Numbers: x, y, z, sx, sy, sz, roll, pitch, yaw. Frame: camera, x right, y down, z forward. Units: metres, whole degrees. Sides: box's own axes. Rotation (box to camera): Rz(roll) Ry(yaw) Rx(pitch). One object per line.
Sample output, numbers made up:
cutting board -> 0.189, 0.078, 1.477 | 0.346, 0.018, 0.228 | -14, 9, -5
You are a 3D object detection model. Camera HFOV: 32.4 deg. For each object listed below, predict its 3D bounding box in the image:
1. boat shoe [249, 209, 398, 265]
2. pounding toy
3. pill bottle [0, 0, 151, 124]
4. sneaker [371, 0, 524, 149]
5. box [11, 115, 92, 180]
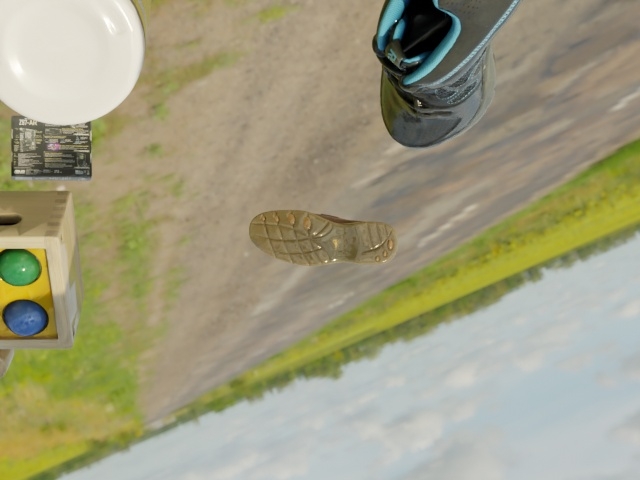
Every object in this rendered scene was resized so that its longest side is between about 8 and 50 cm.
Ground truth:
boat shoe -> 0.000, 0.000, 1.317 | 0.178, 0.064, 0.060 | 6, 179, -11
pounding toy -> -0.322, 0.064, 1.044 | 0.181, 0.206, 0.094 | 0, -147, -3
pill bottle -> -0.104, -0.098, 0.462 | 0.065, 0.065, 0.116 | -24, -151, 7
sneaker -> 0.093, -0.179, 0.989 | 0.140, 0.125, 0.341 | -37, 163, -24
box -> -0.284, -0.097, 1.167 | 0.083, 0.067, 0.018 | -1, 171, -16
